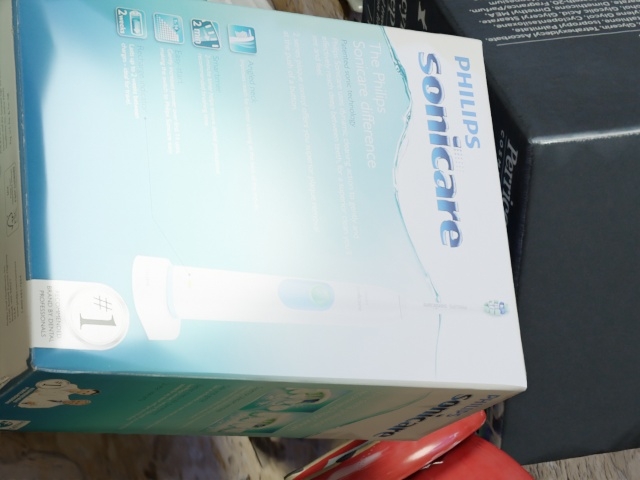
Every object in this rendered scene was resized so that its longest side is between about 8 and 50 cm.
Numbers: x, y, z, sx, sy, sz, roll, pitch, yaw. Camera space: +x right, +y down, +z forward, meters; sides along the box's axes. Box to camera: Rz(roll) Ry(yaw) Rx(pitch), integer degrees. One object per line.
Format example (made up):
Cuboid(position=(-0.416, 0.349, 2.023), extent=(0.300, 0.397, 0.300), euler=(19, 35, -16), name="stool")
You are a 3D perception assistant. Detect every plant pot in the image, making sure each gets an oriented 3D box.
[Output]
Cuboid(position=(0.068, 0.205, 1.275), extent=(0.174, 0.191, 0.191), euler=(62, 20, 1), name="plant pot")

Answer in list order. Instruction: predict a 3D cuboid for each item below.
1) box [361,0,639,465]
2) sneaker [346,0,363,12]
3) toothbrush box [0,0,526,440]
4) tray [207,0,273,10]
Cuboid(position=(0.180, -0.066, 1.536), extent=(0.395, 0.212, 0.294), euler=(-116, -157, -52), name="box")
Cuboid(position=(0.006, -0.338, 1.907), extent=(0.262, 0.099, 0.121), euler=(52, 28, -27), name="sneaker")
Cuboid(position=(-0.049, -0.009, 1.088), extent=(0.295, 0.126, 0.216), euler=(3, 70, -28), name="toothbrush box")
Cuboid(position=(-0.043, -0.148, 1.652), extent=(0.270, 0.030, 0.145), euler=(53, 24, -27), name="tray")
